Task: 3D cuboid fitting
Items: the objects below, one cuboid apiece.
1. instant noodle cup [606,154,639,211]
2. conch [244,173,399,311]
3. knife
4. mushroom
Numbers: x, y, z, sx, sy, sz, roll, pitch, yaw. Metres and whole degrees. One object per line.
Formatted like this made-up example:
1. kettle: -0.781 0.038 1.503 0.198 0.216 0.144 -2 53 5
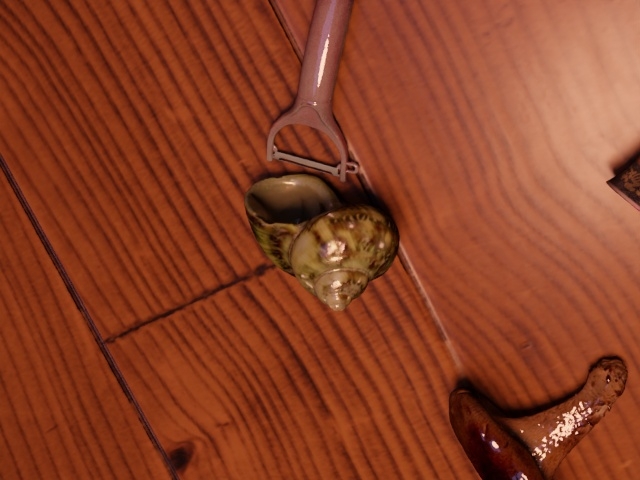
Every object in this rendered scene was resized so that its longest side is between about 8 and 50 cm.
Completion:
1. instant noodle cup: 0.397 -0.076 0.983 0.127 0.127 0.135 38 106 5
2. conch: 0.000 0.003 1.107 0.187 0.181 0.124 3 109 -5
3. knife: 0.011 -0.210 1.109 0.123 0.053 0.278 15 111 9
4. mushroom: 0.292 0.236 1.114 0.217 0.148 0.227 -35 98 8
